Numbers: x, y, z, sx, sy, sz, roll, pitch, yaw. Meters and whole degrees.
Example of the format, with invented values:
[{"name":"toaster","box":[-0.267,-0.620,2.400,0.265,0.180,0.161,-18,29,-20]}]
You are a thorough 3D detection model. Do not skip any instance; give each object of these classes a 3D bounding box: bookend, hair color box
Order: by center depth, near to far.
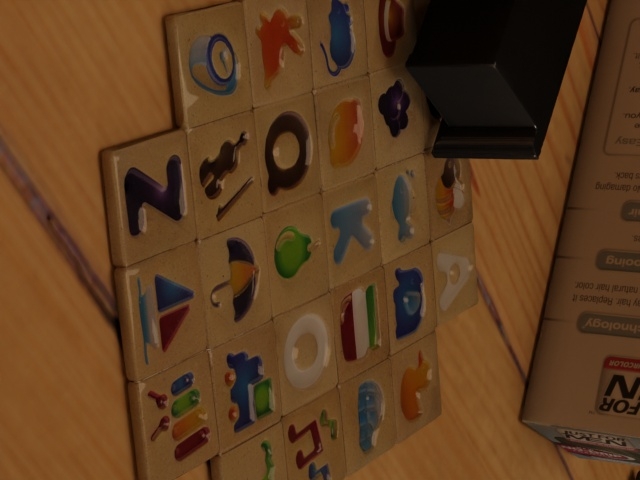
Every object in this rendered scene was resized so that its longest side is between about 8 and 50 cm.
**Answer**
[{"name":"bookend","box":[0.088,-0.153,0.959,0.156,0.072,0.157,46,55,-47]},{"name":"hair color box","box":[0.286,-0.022,1.190,0.113,0.185,0.374,35,65,-53]}]

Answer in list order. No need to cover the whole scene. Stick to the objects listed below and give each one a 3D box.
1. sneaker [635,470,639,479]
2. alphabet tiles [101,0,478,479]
[{"name":"sneaker","box":[0.278,0.214,1.344,0.083,0.031,0.035,42,59,-50]},{"name":"alphabet tiles","box":[0.000,0.000,0.920,0.342,0.011,0.285,-24,113,-53]}]
